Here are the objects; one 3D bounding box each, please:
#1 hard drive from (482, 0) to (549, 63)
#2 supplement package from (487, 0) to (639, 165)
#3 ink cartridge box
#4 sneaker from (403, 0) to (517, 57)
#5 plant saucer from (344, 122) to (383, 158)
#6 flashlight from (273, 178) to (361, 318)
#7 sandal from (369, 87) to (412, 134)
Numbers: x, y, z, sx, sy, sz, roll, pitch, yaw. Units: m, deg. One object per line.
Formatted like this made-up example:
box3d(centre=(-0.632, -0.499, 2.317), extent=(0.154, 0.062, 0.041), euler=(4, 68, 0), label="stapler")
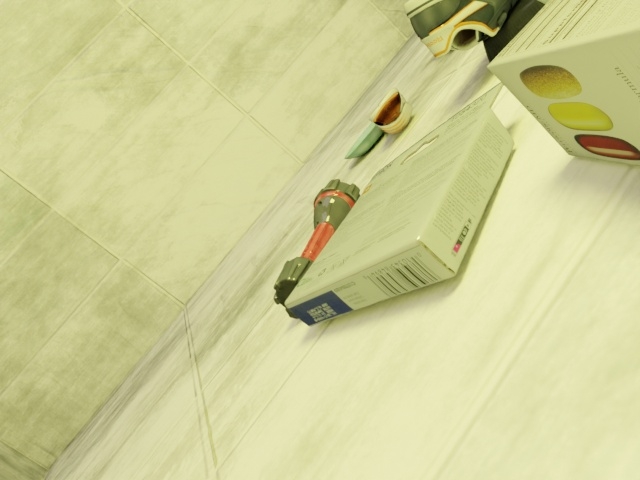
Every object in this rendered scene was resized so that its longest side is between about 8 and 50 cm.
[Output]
box3d(centre=(0.418, -0.478, 1.050), extent=(0.172, 0.054, 0.254), euler=(-37, 17, 46), label="hard drive")
box3d(centre=(0.262, -0.147, 0.392), extent=(0.134, 0.139, 0.244), euler=(-47, 11, 8), label="supplement package")
box3d(centre=(0.120, -0.041, 0.743), extent=(0.330, 0.071, 0.324), euler=(-53, 12, -33), label="ink cartridge box")
box3d(centre=(0.307, -0.455, 1.000), extent=(0.321, 0.127, 0.126), euler=(-31, 12, -22), label="sneaker")
box3d(centre=(0.146, -0.308, 1.513), extent=(0.195, 0.037, 0.195), euler=(-50, 7, 8), label="plant saucer")
box3d(centre=(0.000, 0.000, 0.963), extent=(0.103, 0.103, 0.304), euler=(-36, 17, 39), label="flashlight")
box3d(centre=(0.201, -0.325, 1.330), extent=(0.102, 0.076, 0.265), euler=(-51, -10, 15), label="sandal")
